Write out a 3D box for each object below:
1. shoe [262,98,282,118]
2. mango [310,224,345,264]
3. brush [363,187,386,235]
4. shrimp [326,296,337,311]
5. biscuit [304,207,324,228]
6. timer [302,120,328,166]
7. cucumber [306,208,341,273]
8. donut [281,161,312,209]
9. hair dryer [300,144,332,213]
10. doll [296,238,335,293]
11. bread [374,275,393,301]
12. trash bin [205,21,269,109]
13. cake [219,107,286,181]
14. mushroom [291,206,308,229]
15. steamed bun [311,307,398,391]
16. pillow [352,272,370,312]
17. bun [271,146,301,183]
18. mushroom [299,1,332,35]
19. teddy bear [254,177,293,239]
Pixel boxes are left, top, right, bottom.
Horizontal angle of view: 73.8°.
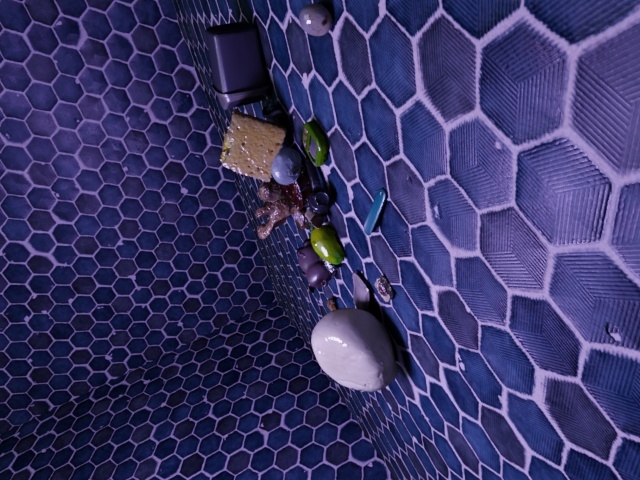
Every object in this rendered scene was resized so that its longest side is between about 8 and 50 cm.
[{"bbox_3d":[-0.198,-0.527,1.697,0.143,0.063,0.071,-143,38,-61],"label":"shoe"},{"bbox_3d":[0.026,0.022,1.715,0.178,0.100,0.119,54,160,13],"label":"mango"},{"bbox_3d":[0.165,-0.082,1.239,0.043,0.032,0.193,62,153,29],"label":"brush"},{"bbox_3d":[0.062,0.329,2.175,0.091,0.043,0.184,49,165,26],"label":"shrimp"},{"bbox_3d":[-0.026,-0.092,1.717,0.056,0.052,0.188,33,-175,-13],"label":"biscuit"},{"bbox_3d":[-0.017,-0.324,1.433,0.128,0.047,0.140,62,164,19],"label":"timer"},{"bbox_3d":[0.000,0.000,1.830,0.294,0.067,0.067,64,165,7],"label":"cucumber"},{"bbox_3d":[-0.105,-0.247,1.757,0.235,0.089,0.235,56,163,28],"label":"donut"},{"bbox_3d":[-0.024,-0.231,1.599,0.235,0.091,0.272,175,83,-84],"label":"hair dryer"},{"bbox_3d":[-0.025,0.114,1.949,0.182,0.117,0.257,-53,52,24],"label":"doll"},{"bbox_3d":[0.213,0.163,1.428,0.083,0.035,0.070,57,164,18],"label":"bread"},{"bbox_3d":[-0.318,-0.662,1.632,0.182,0.209,0.291,51,154,45],"label":"trash bin"},{"bbox_3d":[-0.277,-0.393,1.714,0.286,0.227,0.223,-115,44,-66],"label":"cake"},{"bbox_3d":[-0.090,-0.111,1.984,0.123,0.052,0.123,47,154,31],"label":"mushroom"},{"bbox_3d":[0.139,0.392,1.633,0.333,0.233,0.312,9,128,33],"label":"steamed bun"},{"bbox_3d":[0.161,0.223,1.681,0.131,0.038,0.233,56,162,38],"label":"pillow"},{"bbox_3d":[-0.114,-0.271,1.564,0.083,0.141,0.141,17,140,24],"label":"bun"},{"bbox_3d":[-0.009,-0.550,1.043,0.085,0.085,0.079,147,139,-74],"label":"mushroom"},{"bbox_3d":[-0.254,-0.172,2.118,0.222,0.246,0.296,48,135,-4],"label":"teddy bear"}]
